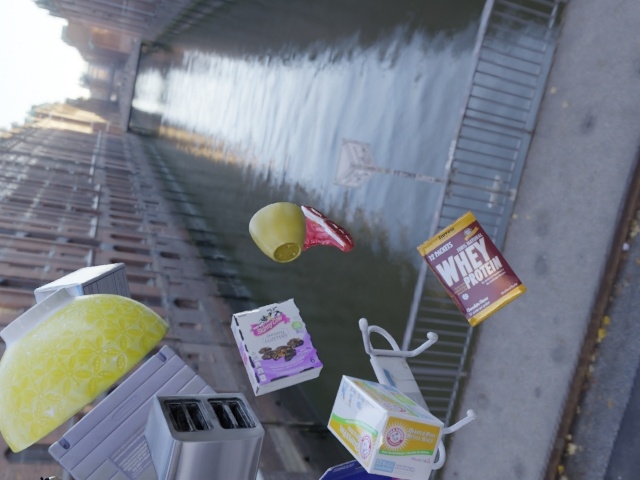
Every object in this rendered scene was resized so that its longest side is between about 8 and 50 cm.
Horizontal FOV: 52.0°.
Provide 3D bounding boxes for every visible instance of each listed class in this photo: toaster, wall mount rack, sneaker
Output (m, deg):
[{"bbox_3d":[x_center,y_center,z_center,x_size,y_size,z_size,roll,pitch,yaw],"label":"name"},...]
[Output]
[{"bbox_3d":[-0.197,0.339,1.104,0.185,0.168,0.110,41,122,58],"label":"toaster"},{"bbox_3d":[0.183,0.300,1.399,0.130,0.304,0.350,-43,54,29],"label":"wall mount rack"},{"bbox_3d":[0.000,0.000,1.964,0.221,0.087,0.128,42,109,37],"label":"sneaker"}]

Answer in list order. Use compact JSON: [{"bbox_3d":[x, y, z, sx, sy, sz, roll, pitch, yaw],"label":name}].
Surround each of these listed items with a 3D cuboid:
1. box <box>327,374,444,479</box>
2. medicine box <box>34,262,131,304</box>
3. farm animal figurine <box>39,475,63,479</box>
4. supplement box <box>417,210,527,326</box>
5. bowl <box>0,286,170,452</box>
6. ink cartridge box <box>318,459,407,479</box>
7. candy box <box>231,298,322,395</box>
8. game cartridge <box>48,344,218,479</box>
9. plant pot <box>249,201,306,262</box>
[{"bbox_3d":[0.107,0.320,1.134,0.203,0.114,0.103,17,90,70],"label":"box"},{"bbox_3d":[-0.675,0.228,1.930,0.289,0.149,0.263,-50,-47,-77],"label":"medicine box"},{"bbox_3d":[-0.659,0.775,1.623,0.172,0.327,0.330,-1,58,29],"label":"farm animal figurine"},{"bbox_3d":[0.307,0.057,1.363,0.191,0.129,0.194,55,-173,6],"label":"supplement box"},{"bbox_3d":[-0.396,0.167,1.016,0.289,0.156,0.289,-37,7,5],"label":"bowl"},{"bbox_3d":[0.076,0.688,1.752,0.330,0.324,0.071,-56,51,32],"label":"ink cartridge box"},{"bbox_3d":[-0.110,0.256,1.598,0.070,0.165,0.196,107,143,-53],"label":"candy box"},{"bbox_3d":[-0.414,0.442,1.537,0.355,0.230,0.068,-42,-7,-33],"label":"game cartridge"},{"bbox_3d":[-0.087,-0.007,1.495,0.134,0.134,0.095,-65,34,38],"label":"plant pot"}]
